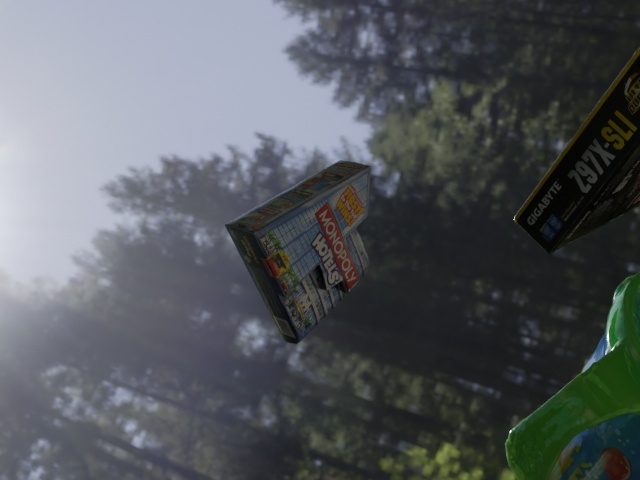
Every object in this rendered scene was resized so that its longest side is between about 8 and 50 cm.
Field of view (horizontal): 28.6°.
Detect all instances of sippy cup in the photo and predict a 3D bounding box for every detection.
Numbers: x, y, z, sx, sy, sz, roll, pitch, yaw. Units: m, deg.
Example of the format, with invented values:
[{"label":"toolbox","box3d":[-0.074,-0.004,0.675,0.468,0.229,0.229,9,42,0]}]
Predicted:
[{"label":"sippy cup","box3d":[0.318,0.177,1.144,0.224,0.305,0.240,-60,7,38]}]

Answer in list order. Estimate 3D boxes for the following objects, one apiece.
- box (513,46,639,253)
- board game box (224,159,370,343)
[{"label":"box","box3d":[0.425,-0.142,1.672,0.257,0.079,0.322,-25,-25,-45]},{"label":"board game box","box3d":[0.000,0.000,1.556,0.194,0.060,0.194,-44,-52,-26]}]
